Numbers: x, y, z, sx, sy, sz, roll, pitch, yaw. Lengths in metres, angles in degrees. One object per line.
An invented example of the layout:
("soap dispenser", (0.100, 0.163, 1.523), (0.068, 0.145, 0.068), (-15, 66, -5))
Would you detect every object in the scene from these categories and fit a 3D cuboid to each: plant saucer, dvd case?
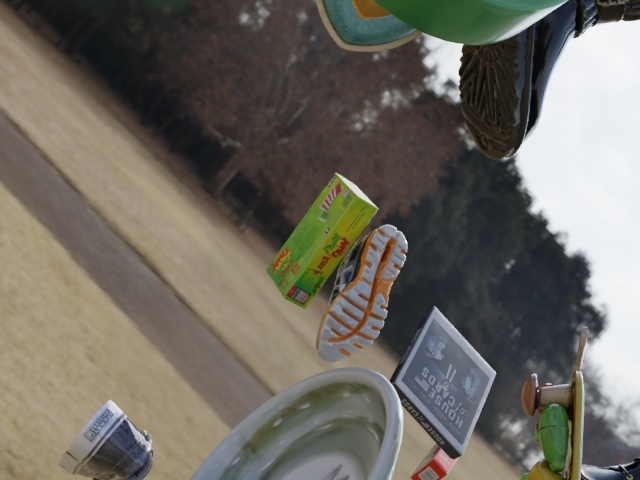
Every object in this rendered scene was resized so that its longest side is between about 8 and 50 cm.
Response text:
("plant saucer", (-0.037, 0.341, 1.363), (0.100, 0.400, 0.400), (50, -1, -21))
("dvd case", (0.219, 0.249, 1.888), (0.179, 0.030, 0.238), (47, 37, -8))

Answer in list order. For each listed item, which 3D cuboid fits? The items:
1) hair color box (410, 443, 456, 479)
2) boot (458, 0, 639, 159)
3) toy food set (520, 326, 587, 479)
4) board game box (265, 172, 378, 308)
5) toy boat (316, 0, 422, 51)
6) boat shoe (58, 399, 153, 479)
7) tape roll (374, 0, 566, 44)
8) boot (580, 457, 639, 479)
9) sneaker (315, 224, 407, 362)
("hair color box", (0.239, 0.442, 2.130), (0.043, 0.072, 0.141), (48, 27, 6))
("boot", (0.332, -0.278, 1.374), (0.131, 0.260, 0.347), (-130, -143, -52))
("toy food set", (0.270, 0.221, 1.254), (0.071, 0.217, 0.128), (5, -32, 10))
("board game box", (0.000, 0.000, 1.537), (0.043, 0.181, 0.092), (30, 11, -30))
("toy boat", (0.039, -0.396, 1.373), (0.318, 0.267, 0.148), (25, 6, -10))
("boat shoe", (-0.274, 0.283, 1.411), (0.102, 0.108, 0.301), (41, -23, -1))
("tape roll", (0.124, -0.345, 0.995), (0.321, 0.321, 0.077), (42, -34, -13))
("boot", (0.539, 0.359, 1.741), (0.237, 0.178, 0.085), (16, 21, -18))
("sneaker", (0.051, 0.078, 1.511), (0.084, 0.214, 0.083), (38, -21, -23))
